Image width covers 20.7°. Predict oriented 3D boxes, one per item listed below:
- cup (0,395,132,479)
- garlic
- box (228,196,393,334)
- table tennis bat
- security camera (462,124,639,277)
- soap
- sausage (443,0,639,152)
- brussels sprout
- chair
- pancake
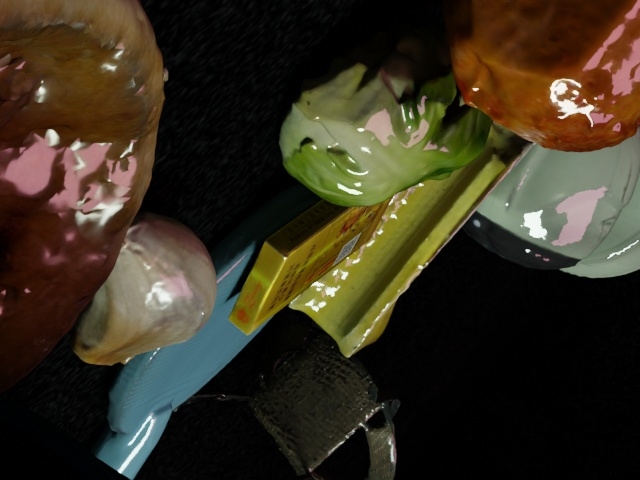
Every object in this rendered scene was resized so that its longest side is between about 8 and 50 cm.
[{"bbox_3d":[-0.150,0.227,0.717,0.308,0.242,0.292,-57,163,-7],"label":"cup"},{"bbox_3d":[-0.097,0.028,1.027,0.084,0.066,0.152,-35,166,-35],"label":"garlic"},{"bbox_3d":[0.000,0.000,1.245,0.156,0.022,0.089,-38,163,-43],"label":"box"},{"bbox_3d":[-0.092,0.082,1.296,0.329,0.044,0.215,-53,168,21],"label":"table tennis bat"},{"bbox_3d":[0.220,-0.063,1.559,0.191,0.197,0.277,-58,159,12],"label":"security camera"},{"bbox_3d":[0.078,-0.023,1.387,0.233,0.076,0.135,-52,180,16],"label":"soap"},{"bbox_3d":[0.175,-0.182,1.035,0.268,0.153,0.141,-62,166,12],"label":"sausage"},{"bbox_3d":[0.040,-0.073,1.125,0.139,0.100,0.181,-35,177,15],"label":"brussels sprout"},{"bbox_3d":[-0.011,0.148,1.504,0.149,0.174,0.213,-43,158,4],"label":"chair"},{"bbox_3d":[-0.191,0.017,0.681,0.356,0.065,0.356,-41,163,-15],"label":"pancake"}]
